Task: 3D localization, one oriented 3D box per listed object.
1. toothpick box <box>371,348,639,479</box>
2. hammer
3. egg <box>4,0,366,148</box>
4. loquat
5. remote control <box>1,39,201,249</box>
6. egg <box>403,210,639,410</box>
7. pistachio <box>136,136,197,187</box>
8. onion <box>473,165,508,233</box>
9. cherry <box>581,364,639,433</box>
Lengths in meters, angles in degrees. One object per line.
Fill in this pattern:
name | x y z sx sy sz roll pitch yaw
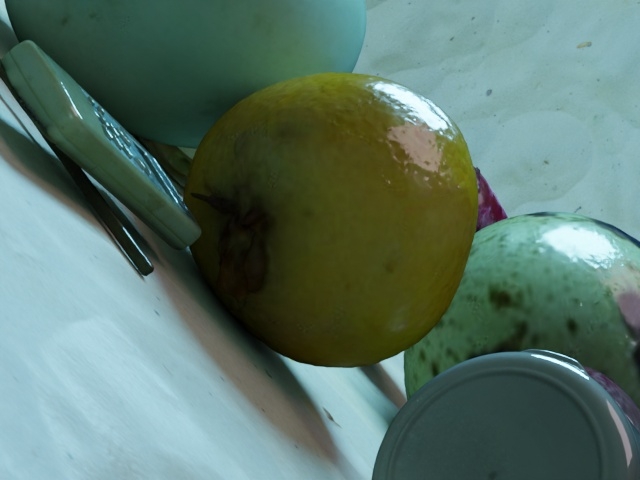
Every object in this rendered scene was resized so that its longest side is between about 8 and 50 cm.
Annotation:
toothpick box | 0.201 0.239 1.406 0.229 0.229 0.316 52 5 36
hammer | -0.214 -0.084 1.379 0.292 0.029 0.058 52 7 18
egg | -0.124 -0.228 1.684 0.389 0.276 0.276 9 33 -44
loquat | 0.005 -0.017 1.553 0.275 0.275 0.275 49 4 -5
remote control | -0.168 -0.071 1.370 0.098 0.038 0.233 56 4 31
egg | 0.279 0.175 1.949 0.345 0.345 0.428 -103 167 -81
pistachio | -0.148 -0.158 1.897 0.215 0.144 0.144 60 2 -10
onion | 0.087 0.003 2.152 0.314 0.314 0.232 48 46 -16
cherry | 0.220 0.242 1.672 0.239 0.239 0.206 49 -14 0
